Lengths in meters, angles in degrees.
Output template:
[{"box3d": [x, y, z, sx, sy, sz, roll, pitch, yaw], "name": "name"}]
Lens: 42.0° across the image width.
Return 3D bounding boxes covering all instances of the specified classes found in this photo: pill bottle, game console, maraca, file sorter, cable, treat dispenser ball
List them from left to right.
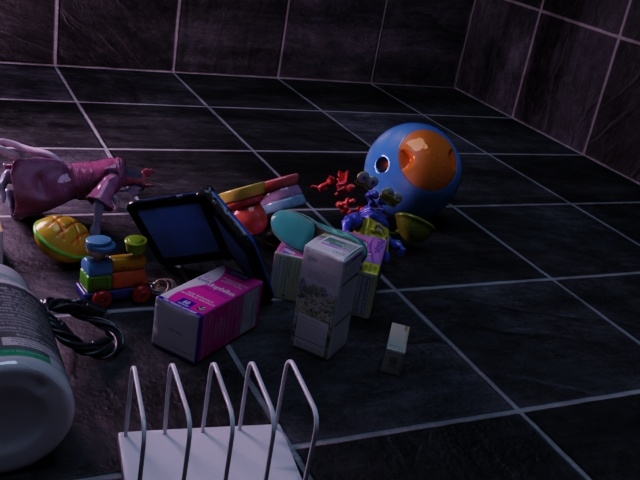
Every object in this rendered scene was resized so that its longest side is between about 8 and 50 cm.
[{"box3d": [-0.535, 0.188, 1.361, 0.204, 0.204, 0.361, -2, 27, -27], "name": "pill bottle"}, {"box3d": [-0.567, 0.005, 1.904, 0.186, 0.099, 0.127, 27, 26, -27], "name": "maraca"}, {"box3d": [-0.466, 0.166, 1.593, 0.184, 0.047, 0.150, 23, 25, -40], "name": "cable"}, {"box3d": [-0.253, 0.028, 1.815, 0.173, 0.293, 0.250, -35, 63, -11], "name": "game console"}, {"box3d": [-0.164, 0.299, 1.304, 0.278, 0.173, 0.193, 1, 25, -19], "name": "file sorter"}, {"box3d": [0.273, -0.205, 2.473, 0.288, 0.288, 0.288, 9, 24, -4], "name": "treat dispenser ball"}]

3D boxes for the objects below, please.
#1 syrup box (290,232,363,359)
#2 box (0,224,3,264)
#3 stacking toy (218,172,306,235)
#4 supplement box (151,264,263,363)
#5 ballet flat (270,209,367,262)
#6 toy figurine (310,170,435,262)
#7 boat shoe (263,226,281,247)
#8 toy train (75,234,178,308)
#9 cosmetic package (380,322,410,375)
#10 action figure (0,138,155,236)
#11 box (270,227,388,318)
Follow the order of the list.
[{"box3d": [0.012, 0.114, 1.711, 0.093, 0.236, 0.096, 20, 25, 23], "name": "syrup box"}, {"box3d": [-0.794, -0.004, 1.832, 0.170, 0.091, 0.130, -2, 27, -27], "name": "box"}, {"box3d": [-0.200, -0.079, 2.262, 0.279, 0.130, 0.309, -13, 5, 34], "name": "stacking toy"}, {"box3d": [-0.227, 0.146, 1.700, 0.111, 0.114, 0.220, 20, 24, 24], "name": "supplement box"}, {"box3d": [0.000, 0.000, 1.892, 0.247, 0.083, 0.087, 23, 3, 26], "name": "ballet flat"}, {"box3d": [0.130, -0.004, 2.182, 0.191, 0.217, 0.362, -14, -34, 42], "name": "toy figurine"}, {"box3d": [-0.047, 0.011, 2.132, 0.207, 0.073, 0.073, 13, 26, 25], "name": "boat shoe"}, {"box3d": [-0.396, 0.052, 1.801, 0.248, 0.143, 0.105, -7, 29, -33], "name": "toy train"}, {"box3d": [0.157, 0.226, 1.741, 0.041, 0.060, 0.115, 14, 25, 6], "name": "cosmetic package"}, {"box3d": [-0.596, -0.156, 2.064, 0.370, 0.275, 0.248, -12, 23, -13], "name": "action figure"}, {"box3d": [0.022, 0.063, 1.980, 0.243, 0.117, 0.213, 13, 24, 6], "name": "box"}]
